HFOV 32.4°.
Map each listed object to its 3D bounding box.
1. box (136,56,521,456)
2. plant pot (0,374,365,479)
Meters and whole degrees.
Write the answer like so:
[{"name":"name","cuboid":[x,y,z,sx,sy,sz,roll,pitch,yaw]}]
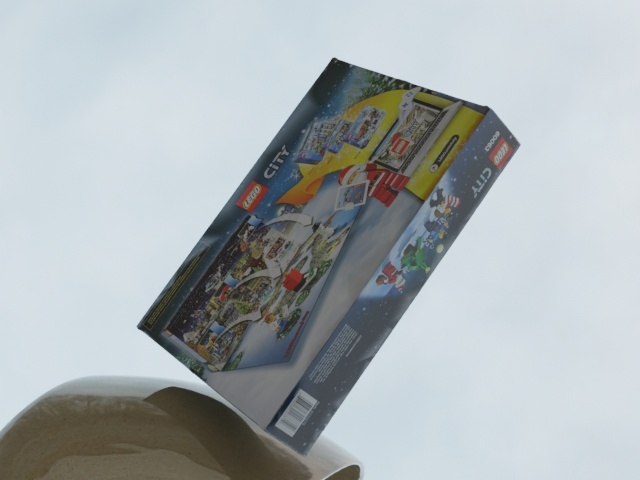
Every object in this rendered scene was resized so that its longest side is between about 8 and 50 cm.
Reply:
[{"name":"box","cuboid":[0.000,0.000,0.707,0.233,0.044,0.159,-54,-139,-6]},{"name":"plant pot","cuboid":[-0.133,0.203,0.749,0.191,0.284,0.284,37,-108,18]}]
